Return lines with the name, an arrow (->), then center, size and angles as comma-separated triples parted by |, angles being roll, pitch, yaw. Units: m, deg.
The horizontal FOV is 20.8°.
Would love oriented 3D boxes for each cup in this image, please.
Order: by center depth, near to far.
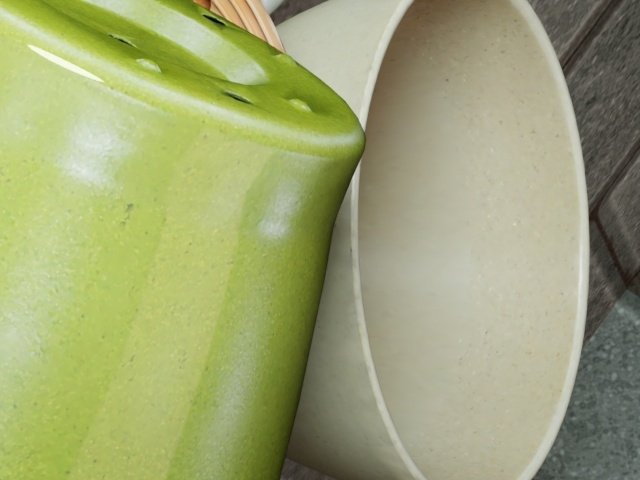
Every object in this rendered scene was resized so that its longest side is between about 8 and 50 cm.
cup -> 0.000, 0.000, 1.105 | 0.331, 0.237, 0.331 | 4, 86, -60

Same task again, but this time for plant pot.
plant pot -> -0.155, 0.051, 0.812 | 0.366, 0.366, 0.353 | -4, 123, -64

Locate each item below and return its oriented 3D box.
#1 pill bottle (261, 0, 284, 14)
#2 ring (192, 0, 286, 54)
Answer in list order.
pill bottle -> 0.026, -0.281, 1.082 | 0.323, 0.181, 0.181 | -47, 158, -20
ring -> -0.107, -0.017, 1.001 | 0.032, 0.336, 0.336 | -4, 129, -41
